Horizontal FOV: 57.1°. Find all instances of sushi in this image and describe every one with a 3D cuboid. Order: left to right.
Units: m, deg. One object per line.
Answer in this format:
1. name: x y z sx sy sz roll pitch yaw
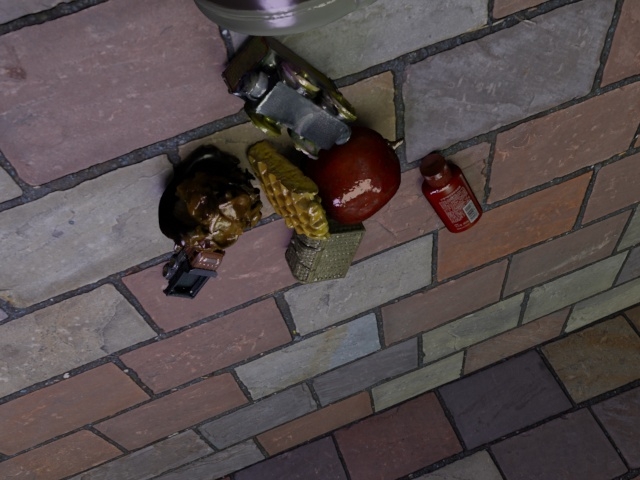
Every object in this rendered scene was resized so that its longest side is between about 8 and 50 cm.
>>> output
1. sushi: -0.226 -0.067 1.227 0.213 0.204 0.200 7 130 -44

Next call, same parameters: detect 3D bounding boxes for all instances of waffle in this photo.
1. waffle: -0.057 -0.081 1.294 0.057 0.229 0.219 -38 150 -15

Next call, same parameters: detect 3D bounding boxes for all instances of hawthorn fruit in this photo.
1. hawthorn fruit: 0.082 -0.155 1.310 0.250 0.215 0.215 -40 142 13

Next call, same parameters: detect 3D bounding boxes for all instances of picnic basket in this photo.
1. picnic basket: 0.000 0.000 1.508 0.154 0.134 0.196 -6 141 -23

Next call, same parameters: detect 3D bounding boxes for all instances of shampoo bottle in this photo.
1. shampoo bottle: 0.351 -0.125 1.601 0.118 0.076 0.314 -33 144 13

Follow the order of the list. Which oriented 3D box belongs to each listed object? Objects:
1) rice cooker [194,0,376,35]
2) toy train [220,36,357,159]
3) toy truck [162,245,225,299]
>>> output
1. rice cooker: -0.050 -0.449 0.743 0.335 0.335 0.325 -23 144 -2
2. toy train: -0.050 -0.266 1.097 0.134 0.177 0.261 -42 142 23
3. toy truck: -0.313 0.068 1.442 0.083 0.092 0.192 14 129 -40
